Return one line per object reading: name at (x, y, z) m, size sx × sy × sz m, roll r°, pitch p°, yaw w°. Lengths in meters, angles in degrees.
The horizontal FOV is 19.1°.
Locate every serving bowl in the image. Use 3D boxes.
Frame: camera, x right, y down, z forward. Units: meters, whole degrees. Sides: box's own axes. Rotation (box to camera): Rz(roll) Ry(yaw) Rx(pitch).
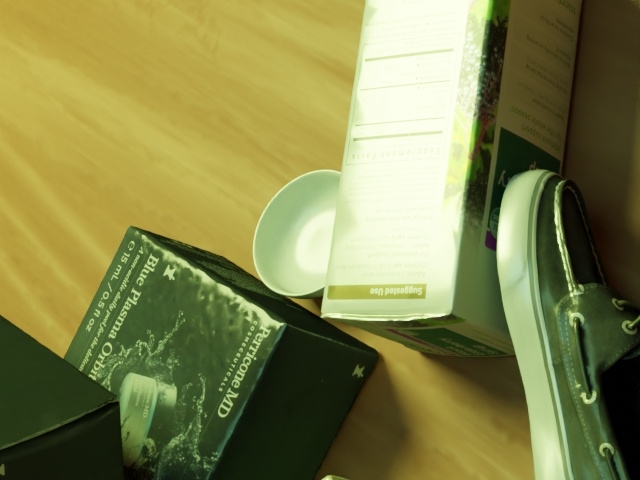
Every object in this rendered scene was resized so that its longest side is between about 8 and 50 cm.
serving bowl at (0.000, 0.000, 1.161) m, size 0.083 × 0.027 × 0.083 m, roll -17°, pitch 57°, yaw 29°

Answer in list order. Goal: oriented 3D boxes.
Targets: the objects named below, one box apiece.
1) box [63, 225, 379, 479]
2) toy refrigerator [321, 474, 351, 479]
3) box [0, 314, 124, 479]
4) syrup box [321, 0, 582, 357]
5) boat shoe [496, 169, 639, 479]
box at (-0.075, 0.096, 1.151) m, size 0.158 × 0.093 × 0.156 m, roll 29°, pitch 94°, yaw 41°
toy refrigerator at (-0.039, 0.251, 1.060) m, size 0.269 × 0.102 × 0.094 m, roll -46°, pitch 51°, yaw 19°
box at (-0.203, 0.183, 1.138) m, size 0.184 × 0.103 × 0.261 m, roll 31°, pitch 131°, yaw 44°
syrup box at (0.077, -0.059, 1.075) m, size 0.096 × 0.093 × 0.237 m, roll -3°, pitch 73°, yaw 39°
boat shoe at (0.147, 0.066, 0.986) m, size 0.076 × 0.080 × 0.228 m, roll -16°, pitch 66°, yaw 29°
